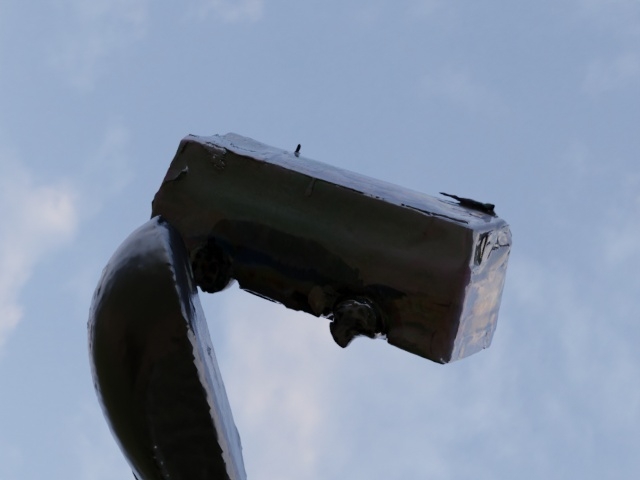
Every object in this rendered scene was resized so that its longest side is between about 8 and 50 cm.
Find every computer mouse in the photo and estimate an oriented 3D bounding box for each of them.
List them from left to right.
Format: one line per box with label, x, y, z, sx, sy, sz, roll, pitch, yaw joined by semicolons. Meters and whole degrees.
computer mouse;-0.130;0.119;1.032;0.100;0.170;0.269;-13;-68;0

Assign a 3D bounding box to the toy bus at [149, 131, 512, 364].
toy bus;0.000;0.000;1.082;0.317;0.112;0.137;19;-75;26
